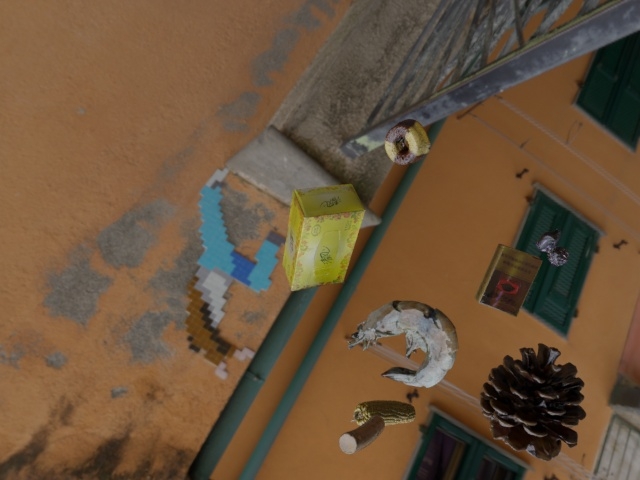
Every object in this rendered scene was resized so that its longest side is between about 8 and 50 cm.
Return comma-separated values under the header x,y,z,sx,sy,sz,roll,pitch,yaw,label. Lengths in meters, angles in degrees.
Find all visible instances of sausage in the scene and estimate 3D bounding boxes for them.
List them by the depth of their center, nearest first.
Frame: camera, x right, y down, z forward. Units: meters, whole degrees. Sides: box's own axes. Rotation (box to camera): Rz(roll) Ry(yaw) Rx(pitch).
x,y,z,sx,sy,sz,roll,pitch,yaw,label
0.136,0.586,1.364,0.066,0.065,0.301,20,180,27,sausage

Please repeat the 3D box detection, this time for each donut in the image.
x,y,z,sx,sy,sz,roll,pitch,yaw,label
0.250,-0.282,1.312,0.140,0.059,0.140,31,137,34,donut

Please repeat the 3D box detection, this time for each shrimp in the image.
x,y,z,sx,sy,sz,roll,pitch,yaw,label
0.217,0.291,1.253,0.360,0.246,0.085,-19,175,40,shrimp

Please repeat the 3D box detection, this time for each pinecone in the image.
x,y,z,sx,sy,sz,roll,pitch,yaw,label
0.769,0.545,1.594,0.384,0.384,0.384,26,160,10,pinecone

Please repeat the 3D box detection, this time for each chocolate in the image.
x,y,z,sx,sy,sz,roll,pitch,yaw,label
0.667,0.016,1.295,0.147,0.072,0.070,43,-166,-36,chocolate

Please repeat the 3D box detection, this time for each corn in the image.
x,y,z,sx,sy,sz,roll,pitch,yaw,label
0.264,0.708,1.849,0.310,0.101,0.101,8,172,-28,corn

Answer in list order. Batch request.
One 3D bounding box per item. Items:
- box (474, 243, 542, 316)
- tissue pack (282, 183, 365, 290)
x,y,z,sx,sy,sz,roll,pitch,yaw,label
0.711,0.149,1.702,0.159,0.240,0.071,21,-168,5,box
0.000,0.000,0.704,0.176,0.095,0.062,103,152,-46,tissue pack
